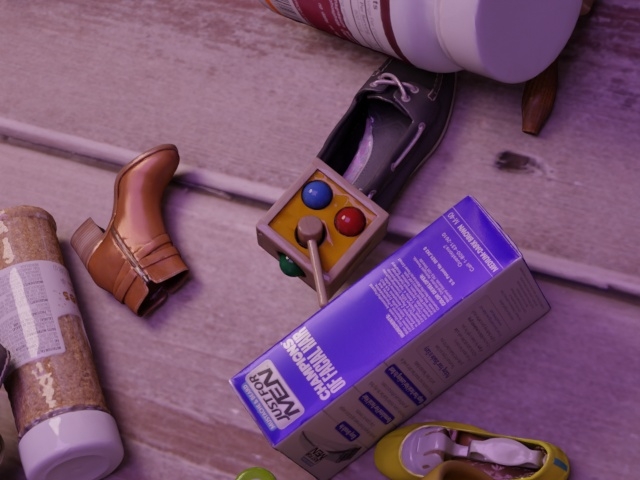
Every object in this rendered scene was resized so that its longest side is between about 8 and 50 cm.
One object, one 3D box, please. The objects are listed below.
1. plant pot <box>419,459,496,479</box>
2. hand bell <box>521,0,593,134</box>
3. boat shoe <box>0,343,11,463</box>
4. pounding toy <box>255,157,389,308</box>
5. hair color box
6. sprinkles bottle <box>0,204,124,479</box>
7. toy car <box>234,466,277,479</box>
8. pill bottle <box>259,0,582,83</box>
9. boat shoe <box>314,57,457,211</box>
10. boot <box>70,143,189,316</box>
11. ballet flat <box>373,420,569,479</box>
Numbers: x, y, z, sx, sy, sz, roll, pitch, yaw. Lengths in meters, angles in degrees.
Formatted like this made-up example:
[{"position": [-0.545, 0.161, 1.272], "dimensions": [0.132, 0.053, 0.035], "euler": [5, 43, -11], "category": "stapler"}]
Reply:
[{"position": [0.121, 0.395, 1.683], "dimensions": [0.239, 0.254, 0.254], "euler": [-42, 59, 17], "category": "plant pot"}, {"position": [0.285, -0.245, 1.983], "dimensions": [0.126, 0.126, 0.242], "euler": [12, 85, 25], "category": "hand bell"}, {"position": [-0.439, 0.264, 1.972], "dimensions": [0.324, 0.096, 0.116], "euler": [-64, 18, 9], "category": "boat shoe"}, {"position": [0.000, 0.000, 1.870], "dimensions": [0.130, 0.100, 0.141], "euler": [39, 76, 11], "category": "pounding toy"}, {"position": [0.082, 0.115, 1.838], "dimensions": [0.339, 0.185, 0.110], "euler": [-39, 63, 1], "category": "hair color box"}, {"position": [-0.346, 0.129, 2.030], "dimensions": [0.121, 0.121, 0.355], "euler": [-26, 61, 8], "category": "sprinkles bottle"}, {"position": [-0.051, 0.368, 1.773], "dimensions": [0.149, 0.155, 0.188], "euler": [16, 64, 17], "category": "toy car"}, {"position": [0.106, -0.331, 1.959], "dimensions": [0.392, 0.224, 0.224], "euler": [27, 79, 41], "category": "pill bottle"}, {"position": [0.068, -0.119, 1.997], "dimensions": [0.112, 0.095, 0.335], "euler": [22, 77, 27], "category": "boat shoe"}, {"position": [-0.212, -0.012, 2.073], "dimensions": [0.197, 0.073, 0.152], "euler": [-51, 59, 8], "category": "boot"}, {"position": [0.161, 0.236, 1.819], "dimensions": [0.231, 0.077, 0.077], "euler": [4, 71, 22], "category": "ballet flat"}]
